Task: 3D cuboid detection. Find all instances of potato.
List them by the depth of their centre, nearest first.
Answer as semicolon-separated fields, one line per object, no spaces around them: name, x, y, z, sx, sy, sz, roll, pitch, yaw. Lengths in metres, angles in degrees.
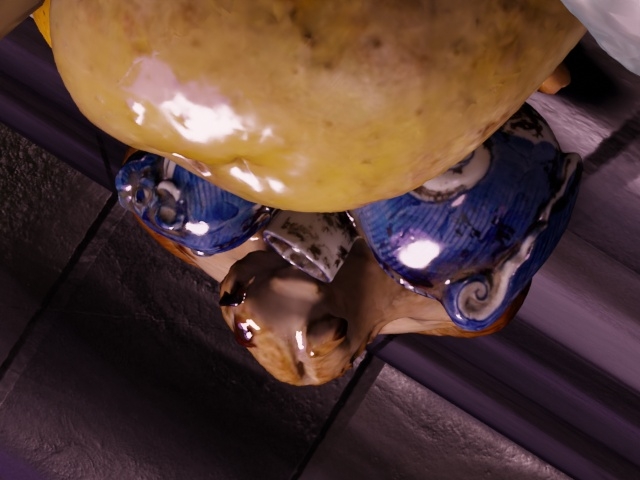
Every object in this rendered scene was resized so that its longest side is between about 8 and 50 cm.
potato;-0.017;-0.127;0.943;0.285;0.242;0.242;33;172;-26

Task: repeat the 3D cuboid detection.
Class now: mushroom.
mushroom;0.000;0.000;1.375;0.345;0.260;0.345;17;164;5

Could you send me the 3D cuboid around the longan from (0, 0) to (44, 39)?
longan;-0.249;-0.226;0.692;0.391;0.391;0.391;31;171;5

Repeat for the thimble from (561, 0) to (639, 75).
thimble;0.139;-0.136;0.418;0.143;0.198;0.235;21;134;55

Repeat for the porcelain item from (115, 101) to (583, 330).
porcelain item;0.013;-0.046;1.143;0.288;0.186;0.138;29;172;18

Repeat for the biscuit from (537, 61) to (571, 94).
biscuit;0.054;-0.148;1.141;0.144;0.033;0.224;36;173;-29

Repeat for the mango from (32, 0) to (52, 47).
mango;-0.149;-0.173;1.475;0.176;0.119;0.317;29;180;0

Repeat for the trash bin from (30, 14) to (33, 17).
trash bin;-0.258;-0.243;1.615;0.116;0.059;0.130;34;172;-2
